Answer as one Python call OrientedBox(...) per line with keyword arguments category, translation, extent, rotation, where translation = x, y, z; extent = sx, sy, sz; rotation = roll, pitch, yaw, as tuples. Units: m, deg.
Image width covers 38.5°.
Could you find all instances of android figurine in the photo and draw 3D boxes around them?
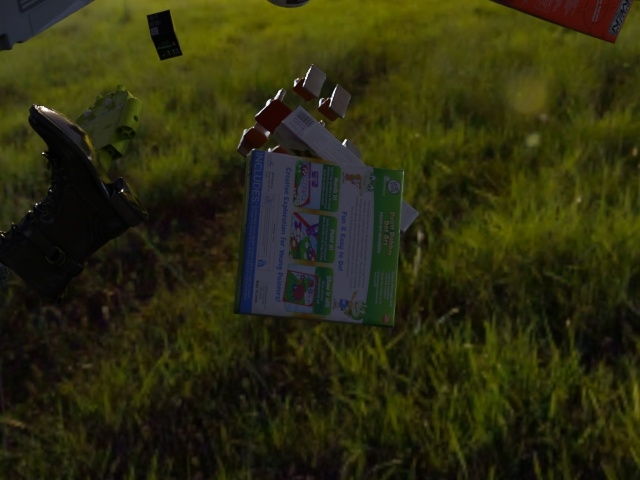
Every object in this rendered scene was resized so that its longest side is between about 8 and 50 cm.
OrientedBox(category="android figurine", translation=(-0.468, -0.221, 1.924), extent=(0.248, 0.056, 0.273), rotation=(-19, 44, 29))

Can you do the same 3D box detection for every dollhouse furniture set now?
OrientedBox(category="dollhouse furniture set", translation=(-0.029, -0.221, 2.089), extent=(0.259, 0.262, 0.135), rotation=(37, 39, -19))

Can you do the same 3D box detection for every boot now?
OrientedBox(category="boot", translation=(-0.419, -0.049, 1.399), extent=(0.229, 0.263, 0.091), rotation=(-36, 17, 7))

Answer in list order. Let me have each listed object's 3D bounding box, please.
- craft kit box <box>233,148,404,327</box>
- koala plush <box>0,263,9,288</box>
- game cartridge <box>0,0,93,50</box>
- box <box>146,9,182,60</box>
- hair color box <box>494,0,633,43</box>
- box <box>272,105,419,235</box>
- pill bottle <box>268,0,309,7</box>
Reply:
OrientedBox(category="craft kit box", translation=(0.000, 0.000, 1.402), extent=(0.246, 0.250, 0.061), rotation=(7, -8, -15))
OrientedBox(category="koala plush", translation=(-0.659, 0.024, 1.545), extent=(0.221, 0.203, 0.196), rotation=(-20, 40, -22))
OrientedBox(category="game cartridge", translation=(-0.331, -0.373, 1.118), extent=(0.060, 0.196, 0.294), rotation=(20, 42, 18))
OrientedBox(category="box", translation=(-0.327, -0.431, 1.929), extent=(0.052, 0.062, 0.083), rotation=(-15, -26, -1))
OrientedBox(category="hair color box", translation=(0.162, -0.186, 0.675), extent=(0.141, 0.043, 0.072), rotation=(2, 25, -43))
OrientedBox(category="box", translation=(0.048, -0.129, 1.808), extent=(0.324, 0.063, 0.067), rotation=(41, 57, -1))
OrientedBox(category="pill bottle", translation=(-0.054, -0.572, 1.788), extent=(0.117, 0.215, 0.117), rotation=(5, 51, -7))
